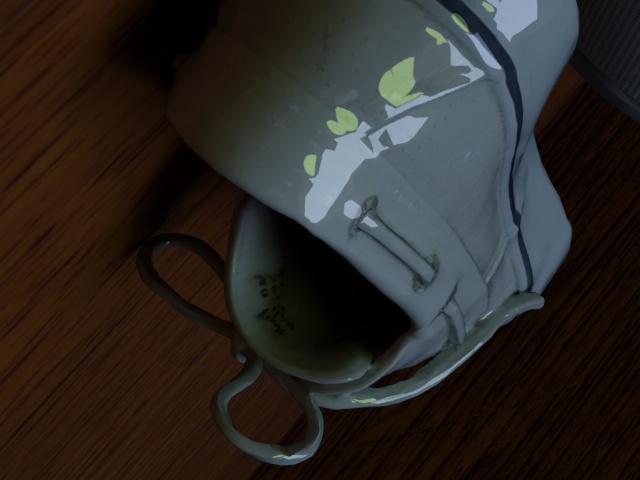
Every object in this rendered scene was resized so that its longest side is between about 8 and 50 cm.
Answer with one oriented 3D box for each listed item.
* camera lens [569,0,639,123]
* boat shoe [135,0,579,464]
[{"bbox_3d":[0.193,-0.161,0.571,0.219,0.219,0.274,-50,173,-12],"label":"camera lens"},{"bbox_3d":[0.007,0.005,0.578,0.156,0.136,0.367,-51,170,-8],"label":"boat shoe"}]
